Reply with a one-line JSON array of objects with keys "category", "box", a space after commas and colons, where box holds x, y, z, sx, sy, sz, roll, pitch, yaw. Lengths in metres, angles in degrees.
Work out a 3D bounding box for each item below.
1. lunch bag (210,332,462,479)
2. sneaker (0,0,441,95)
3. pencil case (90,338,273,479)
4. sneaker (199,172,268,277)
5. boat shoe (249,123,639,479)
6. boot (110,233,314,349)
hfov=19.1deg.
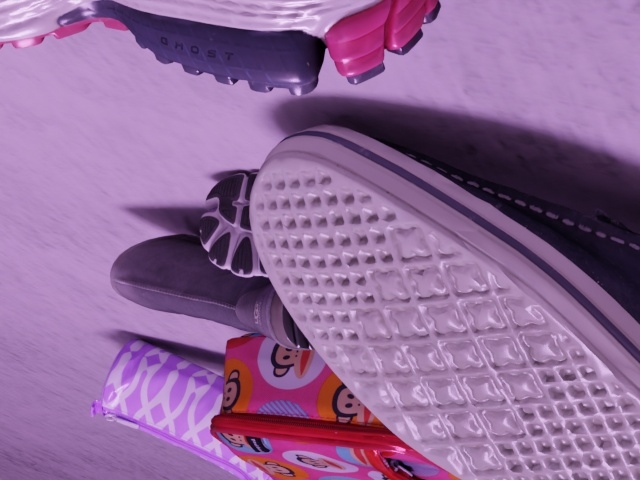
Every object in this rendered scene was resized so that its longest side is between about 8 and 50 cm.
[{"category": "lunch bag", "box": [0.072, 0.163, 1.640, 0.258, 0.120, 0.293, 2, 162, 28]}, {"category": "sneaker", "box": [-0.093, -0.147, 0.760, 0.299, 0.121, 0.112, 8, 134, 25]}, {"category": "pencil case", "box": [-0.113, 0.167, 1.789, 0.206, 0.088, 0.086, 22, 141, 16]}, {"category": "sneaker", "box": [0.000, 0.000, 1.229, 0.169, 0.068, 0.071, 9, 173, 25]}, {"category": "boat shoe", "box": [0.188, 0.074, 1.111, 0.500, 0.156, 0.187, 29, 137, 4]}, {"category": "boot", "box": [-0.021, 0.037, 1.347, 0.189, 0.076, 0.208, 6, 178, -35]}]
